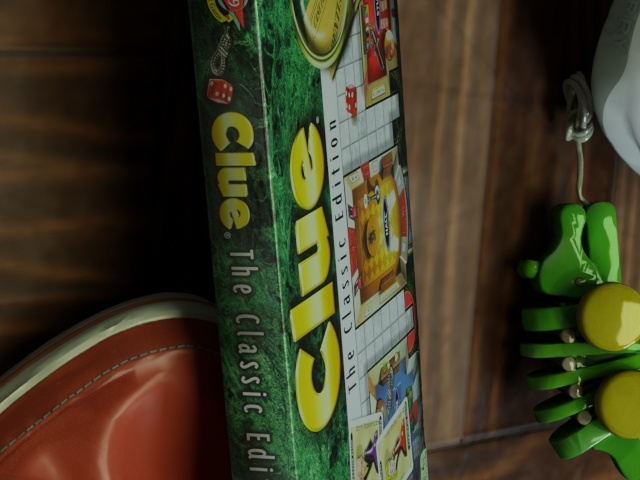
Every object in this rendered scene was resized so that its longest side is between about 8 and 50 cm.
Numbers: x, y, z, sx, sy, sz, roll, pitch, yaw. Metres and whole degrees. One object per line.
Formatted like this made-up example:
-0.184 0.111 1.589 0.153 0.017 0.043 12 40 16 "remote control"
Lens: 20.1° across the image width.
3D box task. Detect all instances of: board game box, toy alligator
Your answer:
0.000 0.000 0.631 0.136 0.030 0.260 -32 120 -63 "board game box"
0.106 0.026 0.768 0.051 0.056 0.190 -13 92 -4 "toy alligator"

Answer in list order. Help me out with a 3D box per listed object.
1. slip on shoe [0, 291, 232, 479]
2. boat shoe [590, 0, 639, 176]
-0.109 0.161 0.577 0.331 0.101 0.123 -54 126 -20 "slip on shoe"
0.231 -0.031 0.812 0.320 0.103 0.118 36 76 -50 "boat shoe"
